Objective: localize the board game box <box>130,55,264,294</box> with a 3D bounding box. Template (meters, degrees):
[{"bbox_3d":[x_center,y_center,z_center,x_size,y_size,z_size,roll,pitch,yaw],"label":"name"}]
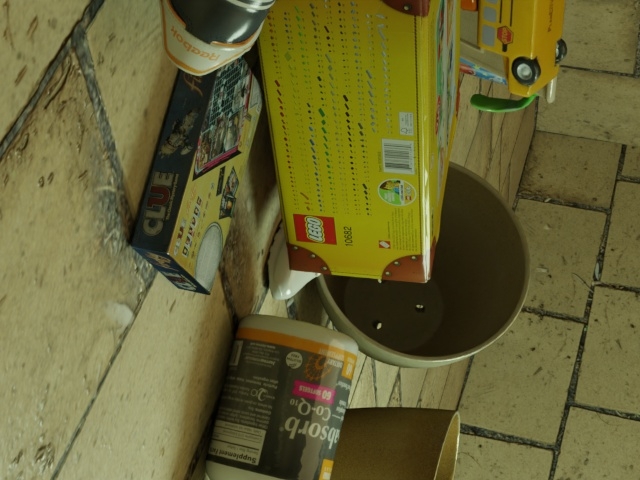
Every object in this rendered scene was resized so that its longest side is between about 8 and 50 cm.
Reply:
[{"bbox_3d":[-0.125,-0.081,1.323,0.165,0.042,0.243,59,43,-70],"label":"board game box"}]

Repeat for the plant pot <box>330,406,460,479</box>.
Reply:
[{"bbox_3d":[0.068,0.357,1.936,0.237,0.254,0.237,9,90,-75],"label":"plant pot"}]

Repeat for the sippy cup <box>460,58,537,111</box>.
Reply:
[{"bbox_3d":[0.354,-0.424,2.539,0.240,0.224,0.305,10,91,-76],"label":"sippy cup"}]

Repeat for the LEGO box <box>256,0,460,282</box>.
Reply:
[{"bbox_3d":[0.063,-0.250,1.546,0.500,0.193,0.372,84,15,-48],"label":"LEGO box"}]

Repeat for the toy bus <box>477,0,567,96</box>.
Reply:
[{"bbox_3d":[0.337,-0.413,2.076,0.108,0.130,0.333,-39,139,-38],"label":"toy bus"}]

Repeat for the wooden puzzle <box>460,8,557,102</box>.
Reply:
[{"bbox_3d":[0.331,-0.457,2.266,0.080,0.348,0.322,-26,134,-28],"label":"wooden puzzle"}]

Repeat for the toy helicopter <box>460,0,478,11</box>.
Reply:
[{"bbox_3d":[0.176,-0.307,2.125,0.235,0.140,0.355,-47,145,-56],"label":"toy helicopter"}]

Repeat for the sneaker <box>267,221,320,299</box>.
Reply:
[{"bbox_3d":[0.000,0.000,1.748,0.090,0.095,0.235,92,22,-44],"label":"sneaker"}]

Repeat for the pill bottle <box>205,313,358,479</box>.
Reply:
[{"bbox_3d":[-0.056,0.243,1.577,0.162,0.162,0.278,45,56,-72],"label":"pill bottle"}]

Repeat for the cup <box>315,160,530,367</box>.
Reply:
[{"bbox_3d":[0.136,0.066,1.959,0.237,0.331,0.331,111,-3,-65],"label":"cup"}]

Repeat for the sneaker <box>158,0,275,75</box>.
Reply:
[{"bbox_3d":[-0.090,-0.270,1.176,0.127,0.126,0.321,-54,-167,32],"label":"sneaker"}]
